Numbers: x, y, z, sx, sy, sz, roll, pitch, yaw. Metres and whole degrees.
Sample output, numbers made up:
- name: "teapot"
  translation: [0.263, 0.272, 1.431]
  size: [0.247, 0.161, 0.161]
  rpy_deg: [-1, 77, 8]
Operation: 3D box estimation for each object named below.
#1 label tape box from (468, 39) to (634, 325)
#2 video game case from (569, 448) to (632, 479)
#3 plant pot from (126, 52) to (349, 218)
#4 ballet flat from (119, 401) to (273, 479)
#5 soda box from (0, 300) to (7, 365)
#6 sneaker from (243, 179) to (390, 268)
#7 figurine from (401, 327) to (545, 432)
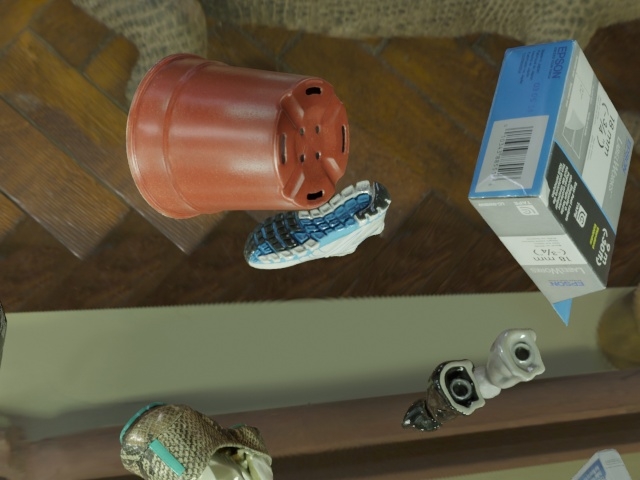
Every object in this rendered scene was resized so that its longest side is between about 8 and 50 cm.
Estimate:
- name: "label tape box"
  translation: [0.333, -0.066, 1.392]
  size: [0.105, 0.333, 0.241]
  rpy_deg: [-3, 57, 37]
- name: "video game case"
  translation: [0.342, 0.469, 1.296]
  size: [0.036, 0.329, 0.300]
  rpy_deg: [-3, 52, -23]
- name: "plant pot"
  translation: [-0.116, -0.157, 1.648]
  size: [0.265, 0.272, 0.273]
  rpy_deg: [7, 79, 35]
- name: "ballet flat"
  translation: [-0.163, 0.377, 1.673]
  size: [0.182, 0.483, 0.164]
  rpy_deg: [42, 86, 21]
- name: "soda box"
  translation: [-0.167, 0.077, 0.414]
  size: [0.060, 0.053, 0.169]
  rpy_deg: [-8, 41, -1]
- name: "sneaker"
  translation: [0.000, 0.000, 1.279]
  size: [0.190, 0.083, 0.071]
  rpy_deg: [-20, 54, -9]
- name: "figurine"
  translation: [0.249, 0.243, 1.750]
  size: [0.214, 0.209, 0.092]
  rpy_deg: [-24, 74, -26]
